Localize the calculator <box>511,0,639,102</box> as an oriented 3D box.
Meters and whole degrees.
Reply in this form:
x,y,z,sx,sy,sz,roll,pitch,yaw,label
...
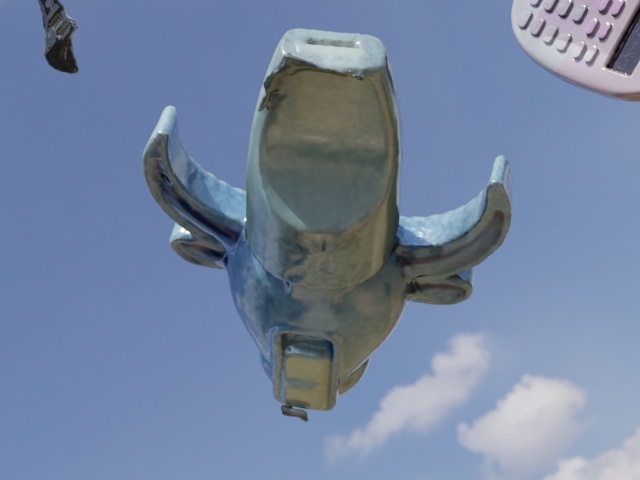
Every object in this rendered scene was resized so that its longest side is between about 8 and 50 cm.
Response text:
x,y,z,sx,sy,sz,roll,pitch,yaw,label
0.186,-0.137,0.640,0.024,0.166,0.103,25,-84,-47,calculator

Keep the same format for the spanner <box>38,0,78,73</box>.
x,y,z,sx,sy,sz,roll,pitch,yaw,label
-0.270,-0.256,0.993,0.046,0.208,0.012,-15,9,28,spanner

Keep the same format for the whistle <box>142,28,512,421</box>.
x,y,z,sx,sy,sz,roll,pitch,yaw,label
0.000,0.000,0.542,0.180,0.093,0.269,10,-40,3,whistle
